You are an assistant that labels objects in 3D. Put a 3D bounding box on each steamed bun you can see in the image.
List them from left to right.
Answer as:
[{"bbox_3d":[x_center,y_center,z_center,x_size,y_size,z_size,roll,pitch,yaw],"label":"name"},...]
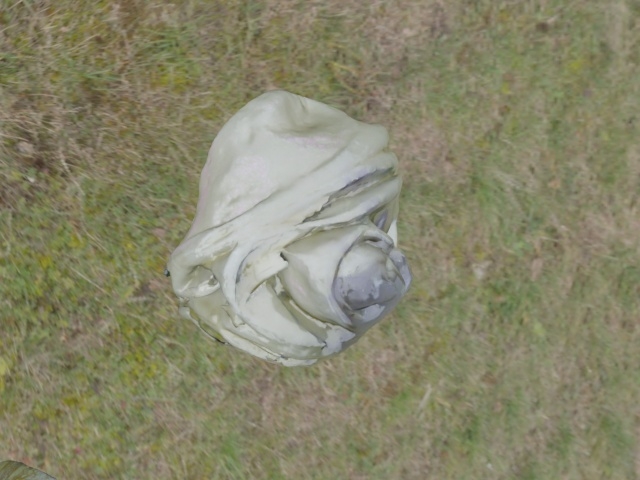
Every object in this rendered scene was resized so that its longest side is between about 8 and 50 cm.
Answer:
[{"bbox_3d":[0.000,0.000,0.993,0.280,0.207,0.268,-63,152,-2],"label":"steamed bun"}]

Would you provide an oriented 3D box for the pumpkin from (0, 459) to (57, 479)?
[{"bbox_3d":[-0.383,0.393,1.230,0.110,0.217,0.217,-29,111,-44],"label":"pumpkin"}]
